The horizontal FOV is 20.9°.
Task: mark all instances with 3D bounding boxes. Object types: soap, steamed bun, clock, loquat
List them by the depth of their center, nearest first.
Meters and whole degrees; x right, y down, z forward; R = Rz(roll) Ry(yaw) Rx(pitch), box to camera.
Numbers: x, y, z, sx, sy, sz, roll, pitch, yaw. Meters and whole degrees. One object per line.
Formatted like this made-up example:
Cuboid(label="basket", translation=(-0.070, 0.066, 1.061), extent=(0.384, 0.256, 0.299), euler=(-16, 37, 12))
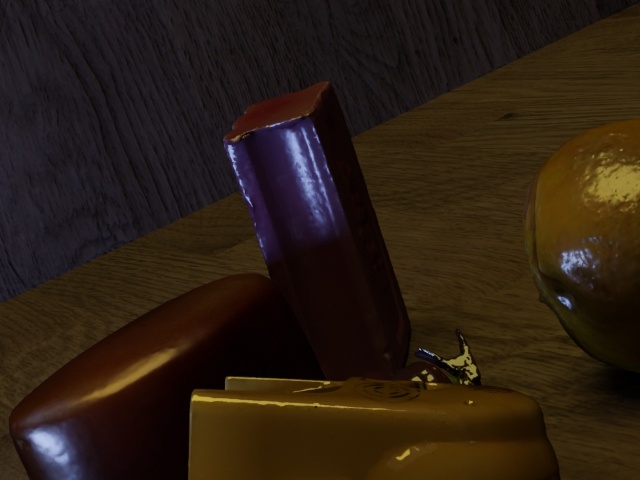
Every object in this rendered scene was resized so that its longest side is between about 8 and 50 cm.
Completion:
Cuboid(label="clock", translation=(0.052, 0.209, 1.526), extent=(0.317, 0.200, 0.244), euler=(-5, 2, 7))
Cuboid(label="loquat", translation=(0.354, -0.005, 1.800), extent=(0.284, 0.276, 0.276), euler=(-32, 12, 2))
Cuboid(label="steamed bun", translation=(-0.139, 0.189, 1.894), extent=(0.248, 0.235, 0.379), euler=(-18, 10, 43))
Cuboid(label="soap", translation=(0.000, 0.000, 2.188), extent=(0.128, 0.360, 0.233), euler=(-16, 14, 12))

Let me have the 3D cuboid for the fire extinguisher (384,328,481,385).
Cuboid(label="fire extinguisher", translation=(0.032, 0.207, 1.760), extent=(0.341, 0.105, 0.141), euler=(-32, 54, -17))
